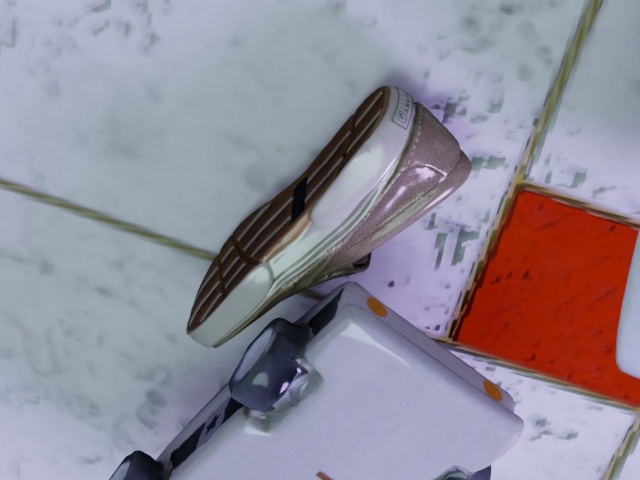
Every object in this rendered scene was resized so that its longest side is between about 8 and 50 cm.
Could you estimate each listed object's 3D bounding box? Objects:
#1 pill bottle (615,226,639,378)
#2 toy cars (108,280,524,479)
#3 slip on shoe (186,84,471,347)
[{"bbox_3d":[0.232,0.024,0.444,0.272,0.152,0.152,16,128,18],"label":"pill bottle"},{"bbox_3d":[-0.001,0.168,0.665,0.177,0.087,0.393,2,124,10],"label":"toy cars"},{"bbox_3d":[0.000,0.000,0.567,0.041,0.051,0.135,33,121,-19],"label":"slip on shoe"}]
